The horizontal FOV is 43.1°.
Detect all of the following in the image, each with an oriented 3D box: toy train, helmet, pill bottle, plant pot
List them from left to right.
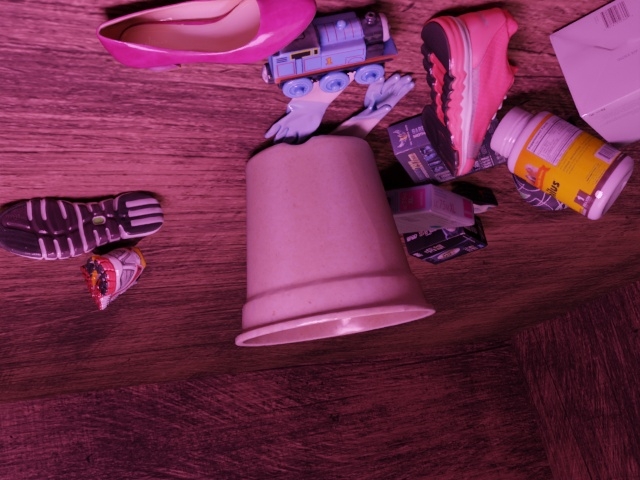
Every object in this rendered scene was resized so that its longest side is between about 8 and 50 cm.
[{"bbox_3d":[0.000,0.000,1.366,0.333,0.306,0.334,-9,169,-2],"label":"plant pot"},{"bbox_3d":[0.012,-0.247,1.055,0.184,0.080,0.105,-12,156,-5],"label":"toy train"},{"bbox_3d":[0.445,-0.136,1.551,0.169,0.162,0.169,-12,162,-4],"label":"helmet"},{"bbox_3d":[0.393,-0.134,1.336,0.117,0.215,0.117,-44,156,-26],"label":"pill bottle"}]

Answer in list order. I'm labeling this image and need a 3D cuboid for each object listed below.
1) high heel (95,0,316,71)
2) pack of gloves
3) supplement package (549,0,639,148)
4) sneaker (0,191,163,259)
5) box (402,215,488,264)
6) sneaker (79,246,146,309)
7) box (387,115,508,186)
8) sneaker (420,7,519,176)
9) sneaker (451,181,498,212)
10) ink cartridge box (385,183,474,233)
[{"bbox_3d":[-0.131,-0.252,0.932,0.244,0.082,0.117,-6,175,19],"label":"high heel"},{"bbox_3d":[0.031,-0.192,1.280,0.195,0.046,0.232,-5,160,-28],"label":"pack of gloves"},{"bbox_3d":[0.489,-0.264,1.226,0.194,0.149,0.203,-24,159,28],"label":"supplement package"},{"bbox_3d":[-0.423,-0.004,1.420,0.281,0.107,0.162,-6,163,-24],"label":"sneaker"},{"bbox_3d":[0.300,-0.011,1.953,0.147,0.078,0.180,-21,160,24],"label":"box"},{"bbox_3d":[-0.360,0.064,1.425,0.092,0.088,0.225,-24,-178,-26],"label":"sneaker"},{"bbox_3d":[0.236,-0.171,1.462,0.183,0.059,0.232,-19,162,14],"label":"box"},{"bbox_3d":[0.233,-0.209,1.199,0.136,0.116,0.314,-22,147,-7],"label":"sneaker"},{"bbox_3d":[0.324,-0.083,1.789,0.075,0.057,0.161,-34,156,34],"label":"sneaker"},{"bbox_3d":[0.133,-0.053,1.657,0.311,0.065,0.185,-9,167,35],"label":"ink cartridge box"}]
